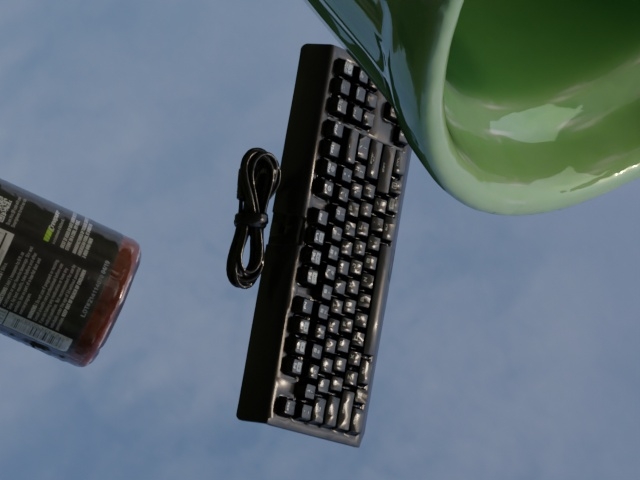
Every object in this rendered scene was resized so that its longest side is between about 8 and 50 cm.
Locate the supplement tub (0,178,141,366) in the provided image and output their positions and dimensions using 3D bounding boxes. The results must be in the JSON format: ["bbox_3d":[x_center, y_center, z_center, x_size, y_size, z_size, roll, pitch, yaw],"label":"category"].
[{"bbox_3d":[-0.237,0.009,1.389,0.198,0.106,0.106,25,-114,-9],"label":"supplement tub"}]

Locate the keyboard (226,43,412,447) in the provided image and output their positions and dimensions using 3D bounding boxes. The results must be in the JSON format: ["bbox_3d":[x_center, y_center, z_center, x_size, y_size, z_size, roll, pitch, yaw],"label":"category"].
[{"bbox_3d":[0.000,0.000,0.894,0.023,0.108,0.180,-2,-106,47],"label":"keyboard"}]

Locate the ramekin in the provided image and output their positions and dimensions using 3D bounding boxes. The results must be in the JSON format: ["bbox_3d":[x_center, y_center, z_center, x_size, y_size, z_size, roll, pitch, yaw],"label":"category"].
[{"bbox_3d":[0.110,-0.170,0.726,0.303,0.303,0.148,-41,-117,-3],"label":"ramekin"}]
